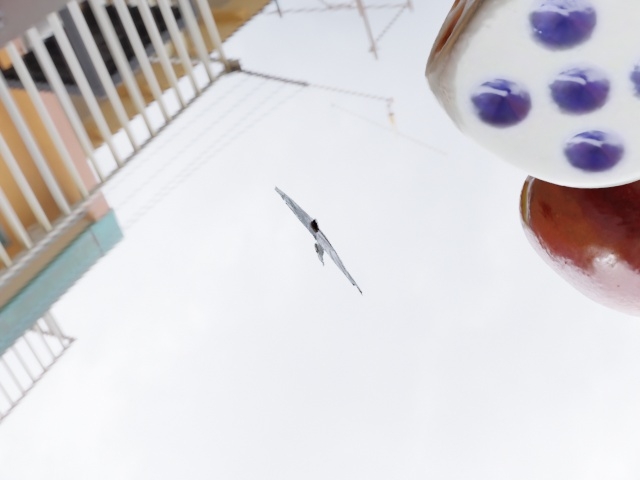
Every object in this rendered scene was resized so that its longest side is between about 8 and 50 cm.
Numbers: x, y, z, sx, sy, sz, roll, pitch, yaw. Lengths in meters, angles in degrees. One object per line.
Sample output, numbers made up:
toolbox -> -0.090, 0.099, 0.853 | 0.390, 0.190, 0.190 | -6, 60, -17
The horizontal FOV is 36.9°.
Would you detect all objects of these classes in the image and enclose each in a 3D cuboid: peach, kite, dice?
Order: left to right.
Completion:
kite -> -0.001, 0.001, 1.439 | 0.012, 0.229, 0.250 | -38, -165, 9
dice -> 0.329, -0.259, 1.162 | 0.304, 0.304, 0.277 | 28, -132, -5
peach -> 0.449, -0.005, 1.480 | 0.201, 0.362, 0.257 | -27, 171, -43
